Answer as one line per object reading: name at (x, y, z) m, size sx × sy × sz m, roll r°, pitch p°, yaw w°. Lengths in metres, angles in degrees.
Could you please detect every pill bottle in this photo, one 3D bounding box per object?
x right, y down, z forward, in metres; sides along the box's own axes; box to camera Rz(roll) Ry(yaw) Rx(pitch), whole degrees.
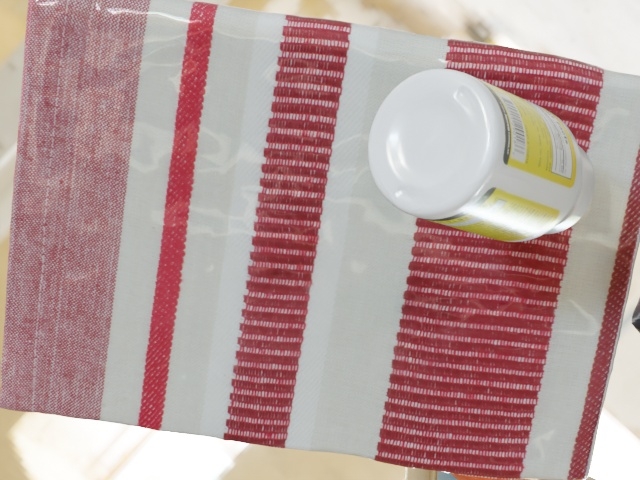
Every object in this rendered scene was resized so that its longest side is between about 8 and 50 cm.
pill bottle at (0.077, -0.034, 0.724) m, size 0.065 × 0.065 × 0.116 m, roll 42°, pitch -164°, yaw 32°

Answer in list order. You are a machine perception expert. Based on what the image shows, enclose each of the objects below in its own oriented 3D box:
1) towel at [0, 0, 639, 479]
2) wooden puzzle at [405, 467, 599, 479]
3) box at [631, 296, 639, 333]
towel at (0.000, 0.000, 0.860) m, size 0.329 × 0.237 × 0.037 m, roll 9°, pitch -161°, yaw -1°
wooden puzzle at (0.171, 0.235, 1.377) m, size 0.238 × 0.044 × 0.221 m, roll 26°, pitch 154°, yaw 17°
box at (0.451, 0.072, 1.105) m, size 0.312 × 0.179 × 0.343 m, roll -21°, pitch 119°, yaw 46°
